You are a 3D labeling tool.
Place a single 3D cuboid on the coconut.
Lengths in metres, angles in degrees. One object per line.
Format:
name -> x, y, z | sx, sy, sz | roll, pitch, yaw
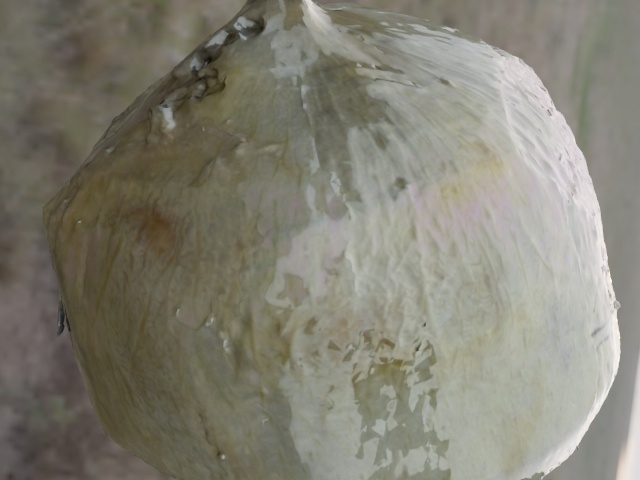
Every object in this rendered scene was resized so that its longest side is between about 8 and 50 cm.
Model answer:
coconut -> 0.000, 0.000, 1.397 | 0.404, 0.405, 0.404 | 8, 90, -81
